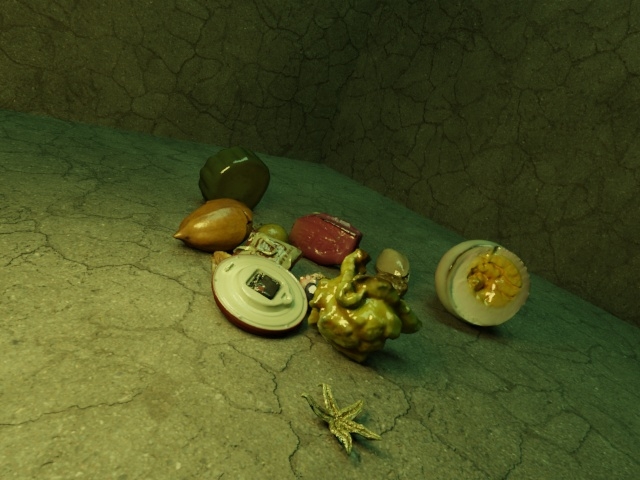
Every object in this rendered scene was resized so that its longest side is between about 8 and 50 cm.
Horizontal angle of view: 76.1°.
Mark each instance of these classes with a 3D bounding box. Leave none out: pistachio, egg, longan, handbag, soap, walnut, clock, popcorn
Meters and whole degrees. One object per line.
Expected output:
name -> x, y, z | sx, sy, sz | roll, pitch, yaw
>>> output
pistachio -> 0.348, 0.121, 1.931 | 0.152, 0.126, 0.223 | -21, 36, -9
egg -> 0.662, 0.171, 1.777 | 0.354, 0.355, 0.340 | 19, 2, 0
longan -> -0.201, 0.012, 1.698 | 0.154, 0.176, 0.145 | -13, -11, -27
handbag -> -0.201, 0.069, 1.540 | 0.235, 0.127, 0.213 | 22, 47, 12
soap -> 0.012, -0.009, 1.815 | 0.324, 0.220, 0.127 | 28, 16, 21
walnut -> -0.405, -0.048, 1.563 | 0.209, 0.209, 0.336 | 32, 35, 33
clock -> -0.182, 0.156, 1.274 | 0.318, 0.080, 0.318 | 22, 31, -14
popcorn -> 0.119, 0.222, 1.262 | 0.321, 0.290, 0.325 | 54, -15, -2

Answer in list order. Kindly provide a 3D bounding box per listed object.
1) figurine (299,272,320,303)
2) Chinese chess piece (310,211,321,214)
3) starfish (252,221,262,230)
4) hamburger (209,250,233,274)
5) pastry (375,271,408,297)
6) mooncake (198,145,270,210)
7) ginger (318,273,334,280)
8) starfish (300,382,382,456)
figurine -> -0.018, 0.182, 1.421 | 0.102, 0.111, 0.195 | -22, 13, -18
Chinese chess piece -> -0.006, -0.120, 2.359 | 0.122, 0.051, 0.122 | 18, 17, -6
starfish -> -0.288, -0.043, 1.879 | 0.247, 0.050, 0.138 | 24, 21, 23
hamburger -> -0.305, 0.115, 1.389 | 0.176, 0.087, 0.102 | 26, 35, -14
pastry -> 0.298, 0.192, 1.746 | 0.153, 0.081, 0.153 | 16, 29, -9
mooncake -> -0.435, -0.308, 2.067 | 0.351, 0.351, 0.187 | 1, 37, -42
ginger -> 0.058, 0.190, 1.523 | 0.193, 0.052, 0.176 | 51, 14, 20
starfish -> 0.055, 0.406, 0.960 | 0.176, 0.053, 0.208 | 0, 30, -45
